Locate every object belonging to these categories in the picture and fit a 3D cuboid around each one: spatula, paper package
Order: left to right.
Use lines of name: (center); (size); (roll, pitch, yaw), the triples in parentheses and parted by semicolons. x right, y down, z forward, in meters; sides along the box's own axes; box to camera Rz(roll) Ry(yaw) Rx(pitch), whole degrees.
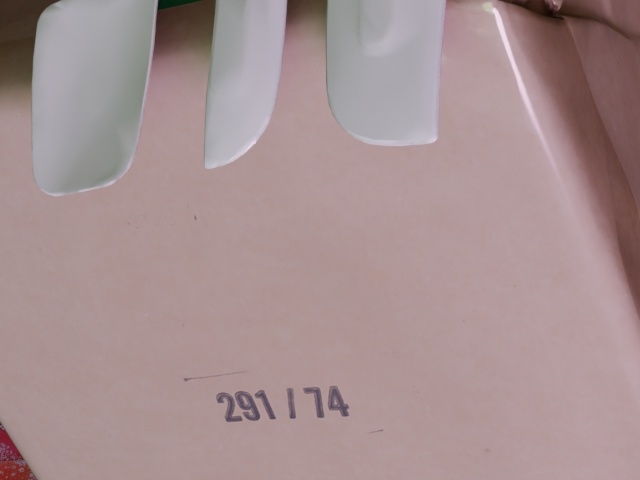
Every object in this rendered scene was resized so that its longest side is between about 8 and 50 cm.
spatula: (-0.029, -0.136, 0.738); (0.168, 0.242, 0.019); (-9, 156, 28)
paper package: (0.000, 0.000, 0.877); (0.324, 0.168, 0.309); (-9, 125, 28)

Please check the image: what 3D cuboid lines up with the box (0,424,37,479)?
box: (-0.108, 0.173, 1.091); (0.256, 0.128, 0.123); (20, 133, 4)
